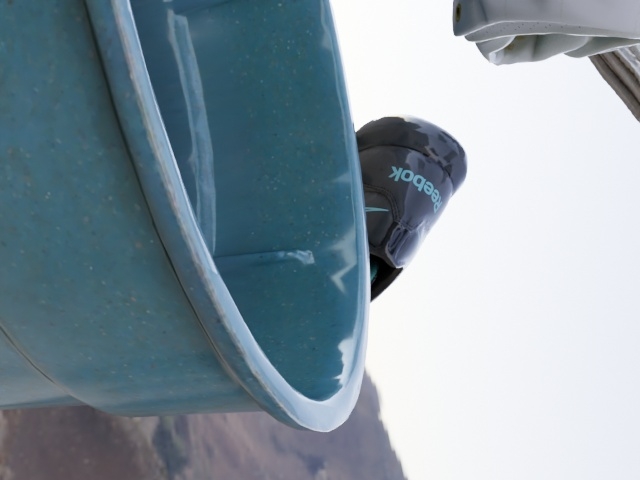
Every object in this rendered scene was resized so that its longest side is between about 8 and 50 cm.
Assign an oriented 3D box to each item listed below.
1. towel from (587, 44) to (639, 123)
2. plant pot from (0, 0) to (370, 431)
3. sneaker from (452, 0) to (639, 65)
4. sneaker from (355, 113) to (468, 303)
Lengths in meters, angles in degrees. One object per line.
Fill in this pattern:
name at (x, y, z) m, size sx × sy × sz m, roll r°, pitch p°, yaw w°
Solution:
towel at (0.351, -0.132, 0.869) m, size 0.049 × 0.282 × 0.187 m, roll 101°, pitch -28°, yaw -49°
plant pot at (-0.180, -0.063, 0.493) m, size 0.341 × 0.334 × 0.341 m, roll -10°, pitch 90°, yaw -79°
sneaker at (0.076, -0.172, 0.527) m, size 0.292 × 0.108 × 0.169 m, roll 39°, pitch -57°, yaw 58°
sneaker at (0.000, 0.000, 0.819) m, size 0.267 × 0.101 × 0.106 m, roll -36°, pitch -152°, yaw 57°
